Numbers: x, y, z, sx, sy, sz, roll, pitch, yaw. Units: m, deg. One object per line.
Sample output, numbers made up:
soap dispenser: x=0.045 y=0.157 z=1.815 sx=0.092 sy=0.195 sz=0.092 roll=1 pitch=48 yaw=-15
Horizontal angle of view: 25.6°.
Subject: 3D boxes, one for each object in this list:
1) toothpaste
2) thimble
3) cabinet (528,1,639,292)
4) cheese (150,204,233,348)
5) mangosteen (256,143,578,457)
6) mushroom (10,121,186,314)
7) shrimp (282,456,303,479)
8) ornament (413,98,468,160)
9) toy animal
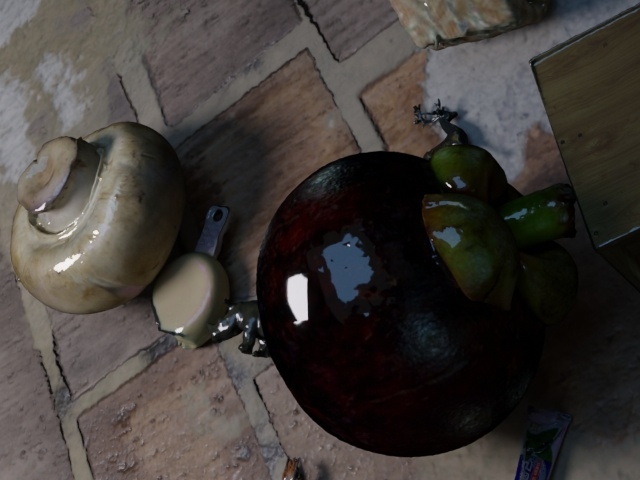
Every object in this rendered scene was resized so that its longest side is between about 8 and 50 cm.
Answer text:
toothpaste: x=0.195 y=0.239 z=1.325 sx=0.045 sy=0.028 sz=0.170 roll=9 pitch=70 yaw=30
thimble: x=0.152 y=-0.328 z=1.514 sx=0.148 sy=0.196 sz=0.229 roll=-11 pitch=93 yaw=33
cabinet: x=0.317 y=-0.081 z=1.295 sx=0.148 sy=0.175 sz=0.215 roll=-28 pitch=55 yaw=21
cheese: x=-0.146 y=0.041 z=1.634 sx=0.092 sy=0.047 sz=0.171 roll=-11 pitch=64 yaw=28
mangosteen: x=0.094 y=0.056 z=1.316 sx=0.300 sy=0.300 sz=0.300 roll=-14 pitch=62 yaw=28
mushroom: x=-0.270 y=-0.028 z=1.659 sx=0.255 sy=0.184 sz=0.255 roll=-16 pitch=58 yaw=27
shrimp: x=-0.026 y=0.264 z=1.459 sx=0.029 sy=0.038 sz=0.092 roll=-2 pitch=59 yaw=-13
ornament: x=0.130 y=-0.103 z=1.527 sx=0.073 sy=0.028 sz=0.125 roll=-42 pitch=54 yaw=11
toy animal: x=-0.068 y=0.097 z=1.552 sx=0.136 sy=0.047 sz=0.065 roll=2 pitch=77 yaw=32
